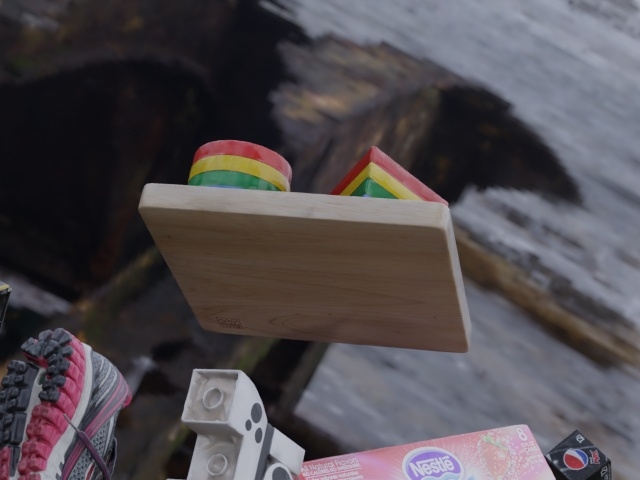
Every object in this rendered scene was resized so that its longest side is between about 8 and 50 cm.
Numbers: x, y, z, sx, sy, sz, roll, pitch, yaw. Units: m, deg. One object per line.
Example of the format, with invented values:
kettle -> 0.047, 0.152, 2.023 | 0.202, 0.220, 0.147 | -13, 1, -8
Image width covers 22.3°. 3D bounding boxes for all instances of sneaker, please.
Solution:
sneaker -> -0.247, 0.233, 1.494 | 0.120, 0.299, 0.112 | -8, -35, 40

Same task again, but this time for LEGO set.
LEGO set -> -0.062, 0.164, 0.534 | 0.087, 0.227, 0.093 | -1, -26, 29

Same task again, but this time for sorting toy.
sorting toy -> 0.000, 0.000, 1.436 | 0.257, 0.089, 0.255 | 4, -26, 12

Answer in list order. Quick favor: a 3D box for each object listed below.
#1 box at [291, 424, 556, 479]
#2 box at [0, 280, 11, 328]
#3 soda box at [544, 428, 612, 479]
box -> 0.072, 0.269, 1.415 | 0.300, 0.154, 0.142 | -3, 58, -43
box -> -0.508, 0.180, 1.875 | 0.079, 0.257, 0.322 | 25, 19, 21
soda box -> 0.297, 0.293, 1.861 | 0.060, 0.053, 0.169 | 44, -20, 37
